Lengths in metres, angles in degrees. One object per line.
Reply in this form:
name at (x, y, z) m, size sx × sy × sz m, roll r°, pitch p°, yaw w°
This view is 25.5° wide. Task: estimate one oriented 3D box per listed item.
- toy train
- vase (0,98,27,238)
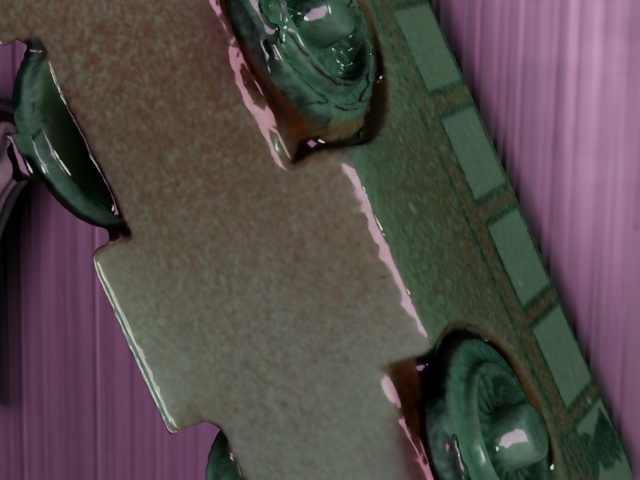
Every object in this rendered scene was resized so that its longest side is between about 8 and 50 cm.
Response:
toy train at (0.000, 0.000, 0.513) m, size 0.129 × 0.159 × 0.326 m, roll -23°, pitch 93°, yaw 27°
vase at (-0.170, 0.008, 0.631) m, size 0.081 × 0.081 × 0.148 m, roll 26°, pitch 105°, yaw 18°
